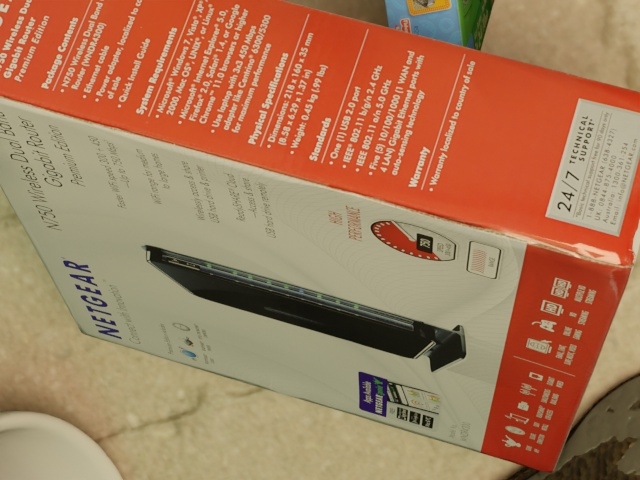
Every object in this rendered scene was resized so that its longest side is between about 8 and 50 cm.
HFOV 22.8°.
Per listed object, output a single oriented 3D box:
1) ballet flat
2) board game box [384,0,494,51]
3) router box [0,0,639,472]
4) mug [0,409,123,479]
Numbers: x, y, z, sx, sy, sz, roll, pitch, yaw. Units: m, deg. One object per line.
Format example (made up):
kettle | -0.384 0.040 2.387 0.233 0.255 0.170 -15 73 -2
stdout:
ballet flat | 0.174 0.149 0.964 0.250 0.058 0.084 -39 65 23
board game box | 0.050 -0.193 0.765 0.039 0.160 0.211 -5 115 13
router box | 0.000 0.000 0.813 0.301 0.082 0.335 15 159 9
mug | -0.296 0.284 1.069 0.328 0.276 0.374 -7 144 25
